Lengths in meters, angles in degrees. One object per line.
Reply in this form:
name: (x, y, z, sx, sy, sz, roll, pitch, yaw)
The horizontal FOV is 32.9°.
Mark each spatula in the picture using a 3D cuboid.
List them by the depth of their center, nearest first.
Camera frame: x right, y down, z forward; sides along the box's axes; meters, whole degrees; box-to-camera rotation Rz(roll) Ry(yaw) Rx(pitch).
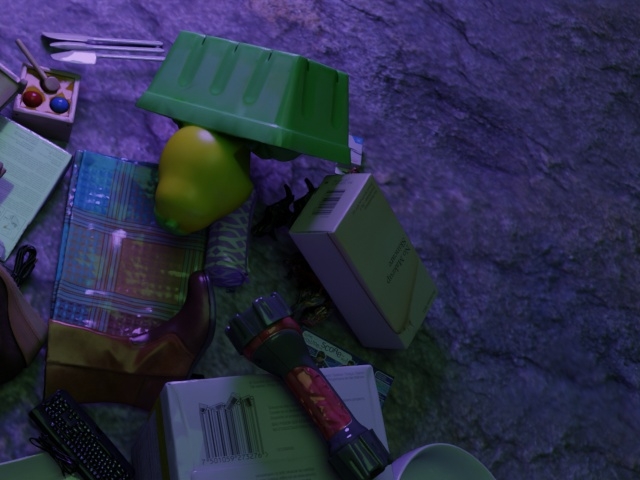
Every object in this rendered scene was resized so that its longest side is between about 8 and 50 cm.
spatula: (-0.411, -0.372, 2.120, 0.241, 0.019, 0.168, 1, 24, -23)

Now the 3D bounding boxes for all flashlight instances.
flashlight: (-0.016, 0.222, 1.583, 0.103, 0.103, 0.304, -28, 73, -32)

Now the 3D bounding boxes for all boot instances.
boot: (-0.588, 0.138, 1.785, 0.207, 0.090, 0.248, -44, 103, -27)
boot: (-0.329, 0.164, 1.871, 0.280, 0.096, 0.264, 9, 92, -13)

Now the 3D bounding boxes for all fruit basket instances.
fruit basket: (-0.159, -0.174, 1.976, 0.283, 0.392, 0.392, 9, 56, -56)

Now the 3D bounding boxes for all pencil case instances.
pencil case: (-0.166, -0.013, 2.040, 0.088, 0.086, 0.206, -4, 63, 15)

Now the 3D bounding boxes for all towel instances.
towel: (-0.341, 0.014, 1.992, 0.271, 0.040, 0.370, 10, 62, -15)

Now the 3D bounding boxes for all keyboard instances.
keyboard: (-0.392, 0.334, 1.760, 0.192, 0.038, 0.100, 46, 58, 7)

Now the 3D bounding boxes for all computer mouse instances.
computer mouse: (-0.592, 0.015, 1.887, 0.193, 0.042, 0.106, 32, 68, -4)

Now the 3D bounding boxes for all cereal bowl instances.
cereal bowl: (0.191, 0.527, 1.848, 0.338, 0.141, 0.339, 23, 53, -34)

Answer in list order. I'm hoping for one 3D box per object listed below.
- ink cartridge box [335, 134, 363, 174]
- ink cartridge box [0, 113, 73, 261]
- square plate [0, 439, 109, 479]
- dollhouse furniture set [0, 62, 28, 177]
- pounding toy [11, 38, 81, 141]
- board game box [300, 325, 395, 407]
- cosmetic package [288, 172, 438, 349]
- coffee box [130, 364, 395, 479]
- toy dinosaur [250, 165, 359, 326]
ink cartridge box: (0.059, -0.175, 2.239, 0.048, 0.028, 0.083, 13, 62, -14)
ink cartridge box: (-0.587, -0.102, 1.963, 0.189, 0.066, 0.232, 30, 79, -5)
square plate: (-0.472, 0.515, 1.689, 0.347, 0.049, 0.344, -10, 68, -24)
dollhouse furniture set: (-0.650, -0.286, 1.966, 0.355, 0.174, 0.303, 40, 59, -7)
pounding toy: (-0.521, -0.281, 2.034, 0.130, 0.100, 0.141, 11, 62, -16)
board game box: (0.024, 0.264, 2.005, 0.201, 0.035, 0.136, 30, 59, -4)
cosmetic package: (0.085, 0.041, 1.999, 0.309, 0.113, 0.160, 56, 51, -33)
coffee box: (-0.093, 0.422, 1.705, 0.337, 0.334, 0.338, -1, 63, -21)
toy dinosaur: (0.000, 0.000, 2.086, 0.218, 0.164, 0.322, 37, 40, -26)
